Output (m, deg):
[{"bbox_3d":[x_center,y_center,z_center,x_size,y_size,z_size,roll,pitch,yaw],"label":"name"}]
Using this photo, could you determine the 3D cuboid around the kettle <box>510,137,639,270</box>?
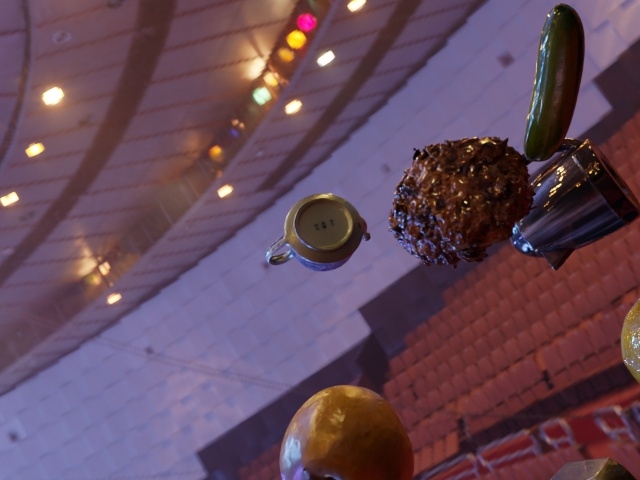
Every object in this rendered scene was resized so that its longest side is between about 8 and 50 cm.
[{"bbox_3d":[0.522,-0.080,1.969,0.271,0.250,0.207,-39,5,22],"label":"kettle"}]

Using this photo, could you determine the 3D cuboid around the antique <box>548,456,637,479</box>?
[{"bbox_3d":[0.414,0.388,1.371,0.080,0.081,0.221,-42,-10,-14],"label":"antique"}]

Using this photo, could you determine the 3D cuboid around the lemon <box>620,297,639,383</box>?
[{"bbox_3d":[0.820,0.229,2.033,0.285,0.285,0.316,-35,-22,7],"label":"lemon"}]

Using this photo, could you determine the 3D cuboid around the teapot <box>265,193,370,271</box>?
[{"bbox_3d":[0.000,0.000,1.831,0.232,0.158,0.159,-16,-18,-11],"label":"teapot"}]

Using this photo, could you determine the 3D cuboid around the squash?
[{"bbox_3d":[0.411,-0.269,1.566,0.082,0.082,0.292,-23,-51,-35],"label":"squash"}]

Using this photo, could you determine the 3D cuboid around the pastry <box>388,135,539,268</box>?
[{"bbox_3d":[0.257,-0.063,1.629,0.275,0.274,0.193,-33,-34,0],"label":"pastry"}]

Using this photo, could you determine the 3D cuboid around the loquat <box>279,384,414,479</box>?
[{"bbox_3d":[0.057,0.416,1.750,0.275,0.274,0.275,-31,-14,-9],"label":"loquat"}]
